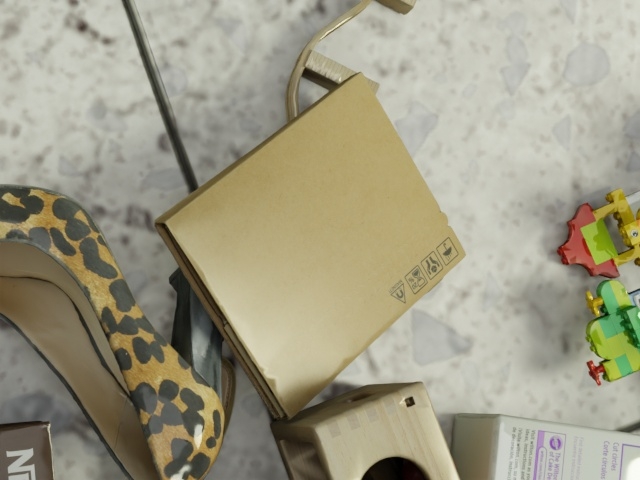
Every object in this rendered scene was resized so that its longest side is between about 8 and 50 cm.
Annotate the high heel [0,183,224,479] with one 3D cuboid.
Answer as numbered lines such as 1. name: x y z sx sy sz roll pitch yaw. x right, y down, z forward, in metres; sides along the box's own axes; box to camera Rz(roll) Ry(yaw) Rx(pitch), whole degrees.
1. high heel: -0.180 0.064 0.864 0.261 0.093 0.186 17 48 -18

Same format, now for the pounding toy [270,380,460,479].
1. pounding toy: 0.062 0.202 0.897 0.094 0.181 0.206 -20 88 -16

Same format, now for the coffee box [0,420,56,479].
1. coffee box: -0.232 0.244 0.858 0.141 0.098 0.247 -4 84 -15

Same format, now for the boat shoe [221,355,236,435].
1. boat shoe: -0.091 0.142 0.935 0.050 0.045 0.135 22 78 -11

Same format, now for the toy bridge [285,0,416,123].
1. toy bridge: 0.012 -0.122 1.005 0.063 0.026 0.188 25 77 -10

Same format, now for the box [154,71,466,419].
1. box: 0.000 0.000 0.946 0.201 0.021 0.164 -40 107 -30

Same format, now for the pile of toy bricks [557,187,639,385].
1. pile of toy bricks: 0.242 0.069 1.000 0.105 0.118 0.212 -23 88 -2

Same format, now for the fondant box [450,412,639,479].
1. fondant box: 0.250 0.266 0.983 0.330 0.096 0.238 10 81 -12
